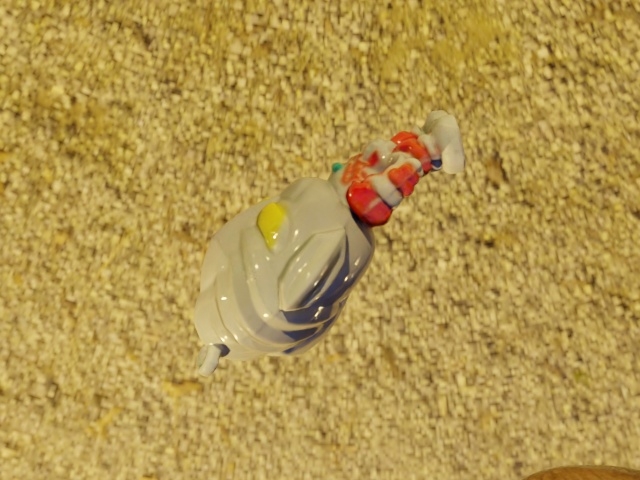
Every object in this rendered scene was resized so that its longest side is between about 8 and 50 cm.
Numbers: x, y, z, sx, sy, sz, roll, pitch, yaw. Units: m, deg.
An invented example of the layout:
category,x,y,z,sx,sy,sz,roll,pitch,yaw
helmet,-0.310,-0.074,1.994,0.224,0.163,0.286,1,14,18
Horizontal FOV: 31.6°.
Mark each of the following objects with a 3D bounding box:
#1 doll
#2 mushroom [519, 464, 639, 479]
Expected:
category,x,y,z,sx,sy,sz,roll,pitch,yaw
doll,0.000,0.000,0.567,0.180,0.094,0.079,-42,108,2
mushroom,0.236,0.267,0.753,0.297,0.278,0.163,30,158,20
